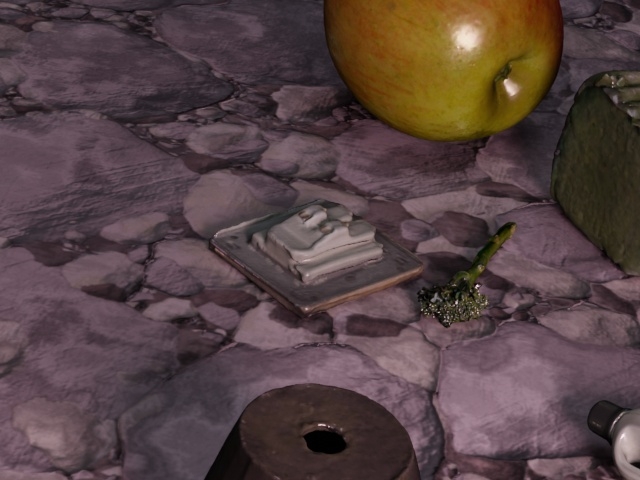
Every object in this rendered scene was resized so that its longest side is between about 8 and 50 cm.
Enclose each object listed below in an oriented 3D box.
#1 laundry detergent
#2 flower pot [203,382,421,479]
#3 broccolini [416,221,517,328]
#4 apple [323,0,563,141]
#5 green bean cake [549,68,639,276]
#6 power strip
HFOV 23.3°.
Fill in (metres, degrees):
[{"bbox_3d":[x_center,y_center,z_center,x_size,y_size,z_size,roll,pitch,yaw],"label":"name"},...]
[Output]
[{"bbox_3d":[0.360,0.217,1.553,0.099,0.070,0.226,-47,44,-16],"label":"laundry detergent"},{"bbox_3d":[-0.007,0.237,1.400,0.269,0.166,0.269,5,30,-3],"label":"flower pot"},{"bbox_3d":[0.194,0.029,1.898,0.071,0.058,0.254,53,38,-9],"label":"broccolini"},{"bbox_3d":[0.176,-0.303,2.177,0.340,0.339,0.339,6,31,-3],"label":"apple"},{"bbox_3d":[0.404,-0.094,1.983,0.125,0.222,0.227,-13,40,-31],"label":"green bean cake"},{"bbox_3d":[0.000,0.000,1.888,0.213,0.064,0.198,-21,39,-37],"label":"power strip"}]
